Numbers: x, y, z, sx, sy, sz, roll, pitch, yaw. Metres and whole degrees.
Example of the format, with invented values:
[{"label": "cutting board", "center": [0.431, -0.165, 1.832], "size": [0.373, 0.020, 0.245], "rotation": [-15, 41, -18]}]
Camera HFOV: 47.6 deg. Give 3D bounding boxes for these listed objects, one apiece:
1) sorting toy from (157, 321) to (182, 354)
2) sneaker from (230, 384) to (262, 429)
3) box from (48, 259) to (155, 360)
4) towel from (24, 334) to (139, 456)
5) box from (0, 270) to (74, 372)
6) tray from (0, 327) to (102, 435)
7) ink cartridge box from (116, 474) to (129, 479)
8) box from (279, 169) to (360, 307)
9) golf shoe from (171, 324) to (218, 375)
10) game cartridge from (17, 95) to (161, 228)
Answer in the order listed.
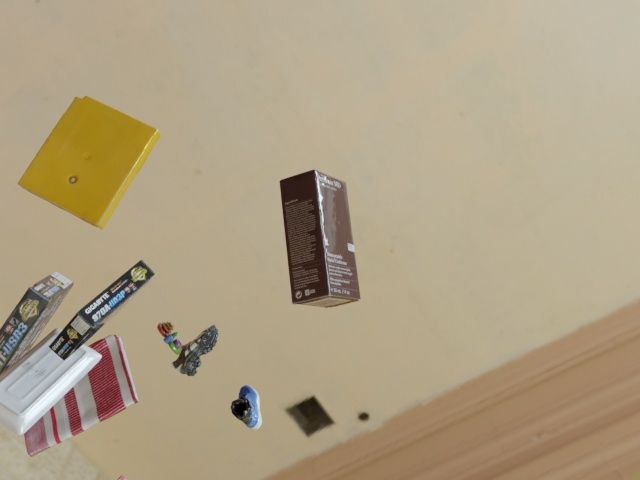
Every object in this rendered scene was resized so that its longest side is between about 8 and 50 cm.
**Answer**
[{"label": "sorting toy", "center": [-0.403, 0.261, 1.978], "size": [0.042, 0.102, 0.061], "rotation": [-35, -177, -2]}, {"label": "sneaker", "center": [-0.212, 0.446, 2.006], "size": [0.058, 0.084, 0.152], "rotation": [-33, -141, 11]}, {"label": "box", "center": [-0.485, 0.153, 1.620], "size": [0.175, 0.051, 0.220], "rotation": [-40, -174, 40]}, {"label": "towel", "center": [-0.688, 0.427, 2.032], "size": [0.329, 0.037, 0.237], "rotation": [-27, -124, -2]}, {"label": "box", "center": [-0.789, 0.236, 1.922], "size": [0.295, 0.073, 0.293], "rotation": [-56, -173, 1]}, {"label": "tray", "center": [-0.646, 0.310, 1.669], "size": [0.270, 0.145, 0.030], "rotation": [-49, 164, -46]}, {"label": "ink cartridge box", "center": [-0.411, 0.548, 1.362], "size": [0.158, 0.092, 0.218], "rotation": [-48, -178, -10]}, {"label": "box", "center": [0.000, 0.000, 2.163], "size": [0.143, 0.381, 0.191], "rotation": [-16, 164, 30]}, {"label": "golf shoe", "center": [-0.405, 0.343, 2.331], "size": [0.094, 0.077, 0.198], "rotation": [6, -139, 30]}, {"label": "game cartridge", "center": [-0.651, -0.229, 2.053], "size": [0.323, 0.285, 0.052], "rotation": [-61, 167, -13]}]
